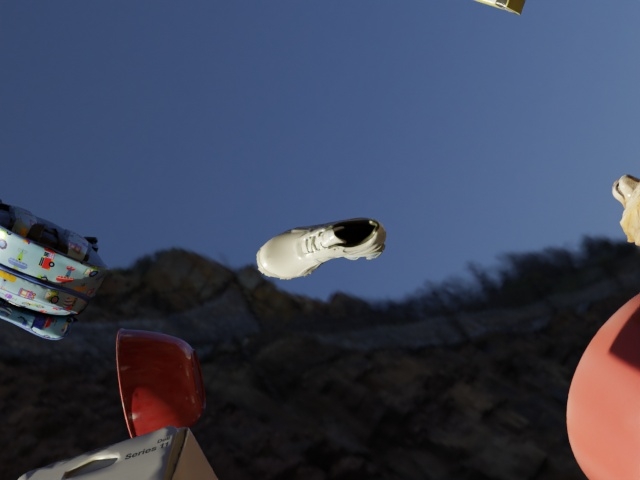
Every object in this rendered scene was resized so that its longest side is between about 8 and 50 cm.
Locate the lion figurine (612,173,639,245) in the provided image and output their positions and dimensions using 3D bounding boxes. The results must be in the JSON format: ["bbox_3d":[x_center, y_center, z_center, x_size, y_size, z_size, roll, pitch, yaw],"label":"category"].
[{"bbox_3d":[0.569,-0.130,1.632,0.392,0.142,0.240,-29,-29,3],"label":"lion figurine"}]

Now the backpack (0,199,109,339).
[{"bbox_3d":[-0.302,0.031,1.282,0.117,0.158,0.173,-66,18,-3],"label":"backpack"}]

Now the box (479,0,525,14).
[{"bbox_3d":[0.115,-0.314,1.311,0.058,0.232,0.087,-2,-67,-64],"label":"box"}]

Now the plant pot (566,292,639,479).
[{"bbox_3d":[0.400,0.189,1.146,0.243,0.275,0.275,-122,54,-69],"label":"plant pot"}]

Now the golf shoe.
[{"bbox_3d":[0.000,0.000,1.625,0.176,0.069,0.086,-15,-15,-5],"label":"golf shoe"}]

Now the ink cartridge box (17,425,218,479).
[{"bbox_3d":[-0.128,0.260,0.930,0.087,0.153,0.208,-80,-33,-63],"label":"ink cartridge box"}]

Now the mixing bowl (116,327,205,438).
[{"bbox_3d":[-0.218,0.203,1.736,0.098,0.181,0.181,-11,-38,0],"label":"mixing bowl"}]
